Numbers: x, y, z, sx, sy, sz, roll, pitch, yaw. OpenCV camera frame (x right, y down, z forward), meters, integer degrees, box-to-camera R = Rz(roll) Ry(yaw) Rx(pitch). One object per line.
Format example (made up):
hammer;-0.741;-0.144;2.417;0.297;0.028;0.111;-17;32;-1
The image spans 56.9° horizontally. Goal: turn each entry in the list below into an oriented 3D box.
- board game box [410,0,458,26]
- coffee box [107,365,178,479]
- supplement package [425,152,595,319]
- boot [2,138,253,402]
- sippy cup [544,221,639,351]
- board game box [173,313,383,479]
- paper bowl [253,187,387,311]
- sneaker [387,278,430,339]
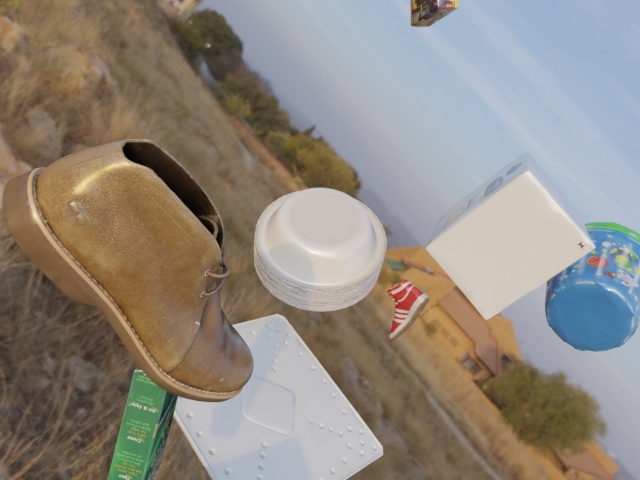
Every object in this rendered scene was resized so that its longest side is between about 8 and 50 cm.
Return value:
board game box;0.226;-0.536;1.194;0.141;0.048;0.170;-160;-112;-77
coffee box;-0.192;0.209;0.658;0.040;0.184;0.113;16;10;-3
supplement package;0.298;-0.015;0.946;0.149;0.194;0.203;50;23;0
boot;-0.117;0.042;0.512;0.112;0.115;0.305;-109;172;-46
sippy cup;0.572;0.108;1.227;0.224;0.306;0.240;-40;133;-51
board game box;-0.111;0.337;1.170;0.390;0.050;0.390;-7;49;-51
paper bowl;0.000;0.000;1.272;0.284;0.284;0.148;52;-29;29
sneaker;0.140;0.120;1.052;0.067;0.118;0.042;44;37;22
